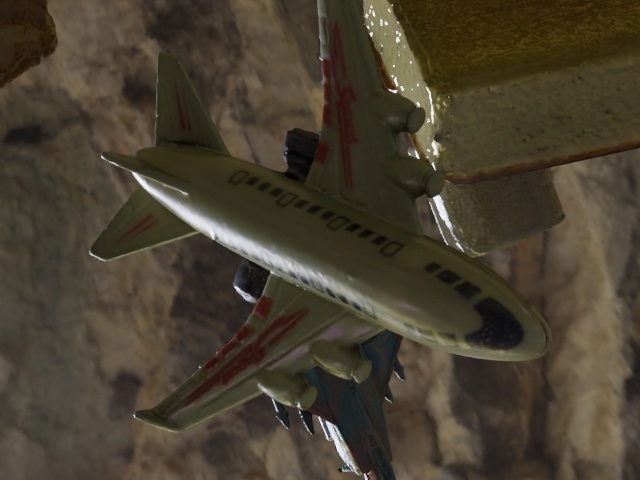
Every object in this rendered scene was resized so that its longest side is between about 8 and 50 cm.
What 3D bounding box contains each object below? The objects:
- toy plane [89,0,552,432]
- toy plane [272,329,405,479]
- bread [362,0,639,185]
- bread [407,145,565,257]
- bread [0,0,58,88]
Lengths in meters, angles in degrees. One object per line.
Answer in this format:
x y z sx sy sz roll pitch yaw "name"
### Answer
0.000 0.000 0.708 0.242 0.256 0.104 -68 -20 5 "toy plane"
0.032 0.198 1.666 0.223 0.326 0.104 -17 4 -37 "toy plane"
0.225 -0.219 1.437 0.333 0.323 0.143 -13 -48 -4 "bread"
0.181 -0.064 1.578 0.134 0.148 0.141 -25 -84 -15 "bread"
-0.391 -0.171 1.322 0.294 0.167 0.132 -12 -72 37 "bread"
